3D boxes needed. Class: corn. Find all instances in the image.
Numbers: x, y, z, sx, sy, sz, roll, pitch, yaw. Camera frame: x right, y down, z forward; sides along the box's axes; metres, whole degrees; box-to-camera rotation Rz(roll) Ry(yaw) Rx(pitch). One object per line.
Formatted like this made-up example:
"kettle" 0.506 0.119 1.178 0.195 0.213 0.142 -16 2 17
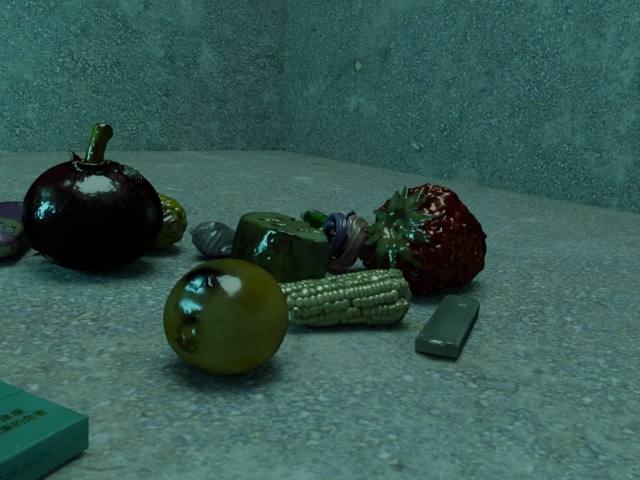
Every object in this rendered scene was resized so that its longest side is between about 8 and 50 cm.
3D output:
"corn" 0.035 0.092 0.919 0.211 0.087 0.087 -7 16 -16
"corn" -0.408 -0.060 1.330 0.120 0.120 0.363 -8 17 -42

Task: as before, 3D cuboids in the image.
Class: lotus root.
"lotus root" -0.080 0.023 1.070 0.138 0.119 0.235 4 13 -28

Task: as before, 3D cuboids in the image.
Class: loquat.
"loquat" -0.113 0.091 0.742 0.163 0.137 0.163 -13 4 1

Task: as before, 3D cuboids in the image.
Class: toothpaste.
"toothpaste" 0.032 -0.037 1.528 0.078 0.046 0.248 -9 21 -38

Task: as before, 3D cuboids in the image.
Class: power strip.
"power strip" 0.198 0.124 0.931 0.060 0.027 0.253 8 14 21

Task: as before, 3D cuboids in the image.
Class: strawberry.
"strawberry" 0.218 0.009 1.126 0.244 0.205 0.205 21 2 -34

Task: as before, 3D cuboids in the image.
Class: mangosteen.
"mangosteen" -0.397 -0.077 1.082 0.236 0.261 0.235 8 22 -3

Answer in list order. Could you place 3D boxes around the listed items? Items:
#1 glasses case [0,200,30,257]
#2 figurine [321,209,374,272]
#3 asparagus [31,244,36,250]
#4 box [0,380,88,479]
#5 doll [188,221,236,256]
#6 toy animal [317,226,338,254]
"glasses case" -0.623 -0.025 1.195 0.123 0.075 0.316 1 14 -12
"figurine" 0.076 0.011 1.201 0.157 0.126 0.114 17 -13 -3
"asparagus" -0.506 -0.001 1.225 0.030 0.036 0.165 -13 5 30
"box" -0.347 0.169 0.538 0.229 0.041 0.162 11 14 25
"doll" -0.195 0.000 1.250 0.180 0.079 0.094 9 30 -47
"toy animal" 0.006 0.000 1.294 0.085 0.071 0.124 3 8 26
